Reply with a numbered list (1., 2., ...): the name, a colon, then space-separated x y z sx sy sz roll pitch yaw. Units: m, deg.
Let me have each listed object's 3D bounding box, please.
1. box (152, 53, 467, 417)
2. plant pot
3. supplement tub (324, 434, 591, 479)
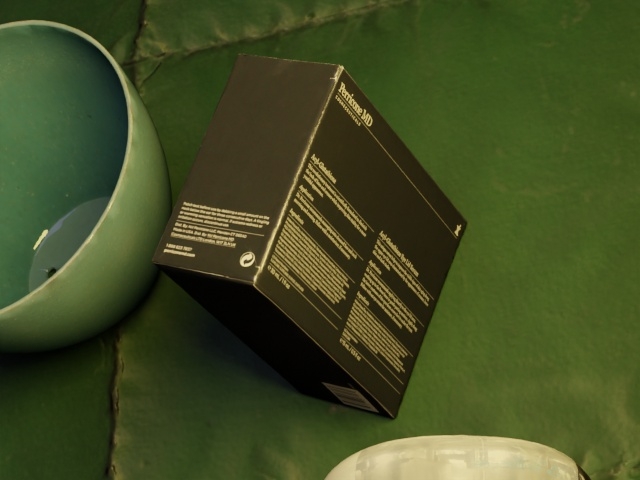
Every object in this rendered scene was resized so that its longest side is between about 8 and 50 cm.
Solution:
1. box: 0.000 0.000 1.536 0.103 0.261 0.184 13 70 32
2. plant pot: -0.243 -0.018 1.715 0.290 0.195 0.290 -13 59 22
3. supplement tub: 0.097 0.320 1.344 0.207 0.207 0.338 -12 58 22
